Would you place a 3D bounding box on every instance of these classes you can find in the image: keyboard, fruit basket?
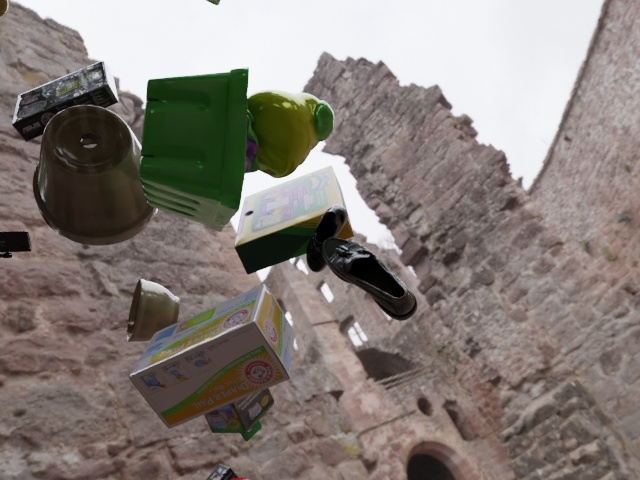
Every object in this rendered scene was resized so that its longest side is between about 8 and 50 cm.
[{"bbox_3d":[-1.023,0.013,1.519,0.180,0.023,0.108,-2,-54,-21],"label":"keyboard"},{"bbox_3d":[-0.152,-0.172,0.945,0.391,0.283,0.392,3,-7,0],"label":"fruit basket"}]

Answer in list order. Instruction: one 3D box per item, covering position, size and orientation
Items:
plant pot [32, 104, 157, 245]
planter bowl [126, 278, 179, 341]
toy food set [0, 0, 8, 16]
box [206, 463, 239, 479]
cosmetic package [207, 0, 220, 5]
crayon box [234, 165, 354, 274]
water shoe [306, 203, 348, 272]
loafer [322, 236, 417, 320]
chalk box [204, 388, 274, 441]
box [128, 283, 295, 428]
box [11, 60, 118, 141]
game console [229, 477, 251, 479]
[{"bbox_3d":[-0.573,-0.182,1.215,0.322,0.324,0.280,-17,-13,-23],"label":"plant pot"},{"bbox_3d":[-0.433,0.188,1.252,0.109,0.162,0.162,12,-50,-27],"label":"planter bowl"},{"bbox_3d":[-0.592,-0.388,0.789,0.132,0.192,0.038,3,-12,-15],"label":"toy food set"},{"bbox_3d":[-0.238,0.621,1.215,0.062,0.083,0.052,-14,23,48],"label":"box"},{"bbox_3d":[-0.216,-0.752,1.018,0.156,0.217,0.385,17,-38,-23],"label":"cosmetic package"},{"bbox_3d":[-0.079,-0.075,1.427,0.312,0.363,0.106,-19,-63,6],"label":"crayon box"},{"bbox_3d":[0.000,0.000,1.204,0.080,0.072,0.203,-31,-32,-57],"label":"water shoe"},{"bbox_3d":[0.101,0.062,1.038,0.096,0.267,0.084,-44,-32,-12],"label":"loafer"},{"bbox_3d":[-0.221,0.411,1.242,0.132,0.213,0.132,-16,9,35],"label":"chalk box"},{"bbox_3d":[-0.149,0.166,0.698,0.203,0.114,0.103,-25,-70,10],"label":"box"},{"bbox_3d":[-0.720,-0.402,1.358,0.269,0.216,0.060,-26,-47,-6],"label":"box"},{"bbox_3d":[-0.202,0.692,0.911,0.386,0.342,0.060,-37,-16,9],"label":"game console"}]
